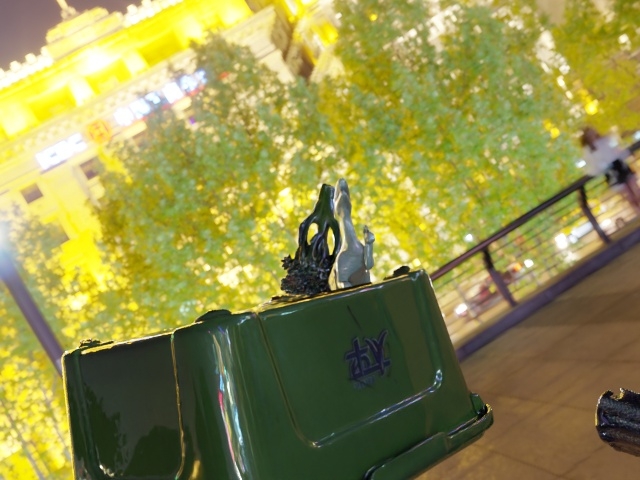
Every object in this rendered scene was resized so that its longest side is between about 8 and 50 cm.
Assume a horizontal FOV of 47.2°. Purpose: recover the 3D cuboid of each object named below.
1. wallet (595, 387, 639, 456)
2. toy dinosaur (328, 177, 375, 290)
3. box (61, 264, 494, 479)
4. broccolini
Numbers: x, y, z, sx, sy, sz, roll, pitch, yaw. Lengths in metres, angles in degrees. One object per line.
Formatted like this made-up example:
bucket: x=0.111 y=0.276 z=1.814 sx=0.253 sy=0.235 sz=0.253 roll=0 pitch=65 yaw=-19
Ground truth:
wallet: x=0.466 y=0.247 z=0.832 sx=0.221 sy=0.262 sz=0.071 roll=6 pitch=70 yaw=47
toy dinosaur: x=0.036 y=0.052 z=0.877 sx=0.053 sy=0.167 sz=0.242 roll=-11 pitch=-23 yaw=-4
box: x=-0.038 y=0.131 z=0.621 sx=0.253 sy=0.177 sz=0.329 roll=-18 pitch=-8 yaw=39
broccolini: x=-0.002 y=0.010 z=1.024 sx=0.068 sy=0.091 sz=0.202 roll=100 pitch=-176 yaw=-47
